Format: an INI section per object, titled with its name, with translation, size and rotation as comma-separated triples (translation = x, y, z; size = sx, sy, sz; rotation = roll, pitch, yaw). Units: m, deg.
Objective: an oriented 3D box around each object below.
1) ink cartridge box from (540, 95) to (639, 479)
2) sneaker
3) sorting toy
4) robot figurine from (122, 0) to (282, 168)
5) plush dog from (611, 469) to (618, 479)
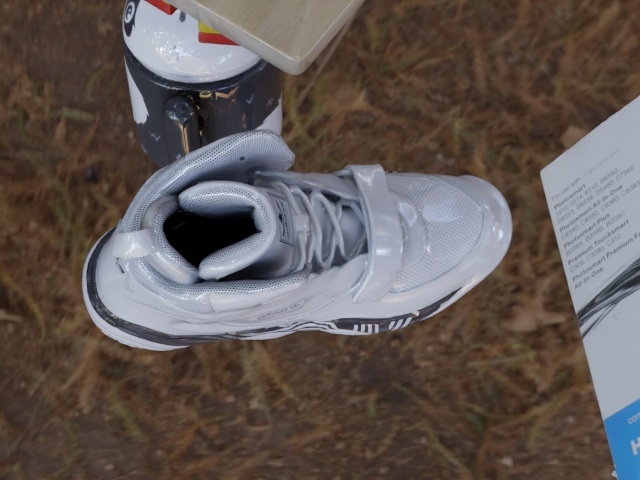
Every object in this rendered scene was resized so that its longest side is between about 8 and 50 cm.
[ink cartridge box]
translation = 0.211, 0.040, 0.677
size = 0.148, 0.086, 0.203
rotation = 17, 49, -32
[sneaker]
translation = 0.000, 0.000, 1.023
size = 0.365, 0.210, 0.137
rotation = -9, 79, -13
[sorting toy]
translation = -0.053, -0.275, 1.147
size = 0.255, 0.089, 0.257
rotation = 32, 64, 13
[robot figurine]
translation = -0.131, -0.181, 1.455
size = 0.173, 0.278, 0.209
rotation = -26, 54, -20
[plush dog]
translation = 0.344, 0.211, 0.899
size = 0.262, 0.225, 0.211
rotation = -17, 84, 10
